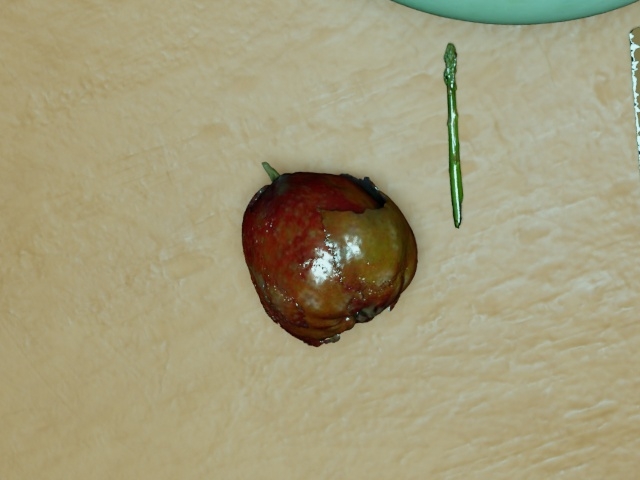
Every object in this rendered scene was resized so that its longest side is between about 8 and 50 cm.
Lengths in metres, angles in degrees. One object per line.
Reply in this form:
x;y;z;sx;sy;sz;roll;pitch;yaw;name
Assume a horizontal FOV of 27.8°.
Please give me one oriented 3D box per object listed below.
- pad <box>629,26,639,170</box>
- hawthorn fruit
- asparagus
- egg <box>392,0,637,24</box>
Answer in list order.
0.362;-0.065;1.141;0.159;0.009;0.265;-6;97;6;pad
0.000;0.000;1.124;0.148;0.148;0.172;-36;73;9;hawthorn fruit
0.120;-0.093;1.159;0.016;0.013;0.166;2;98;48;asparagus
0.136;-0.307;1.000;0.388;0.276;0.276;10;97;7;egg
